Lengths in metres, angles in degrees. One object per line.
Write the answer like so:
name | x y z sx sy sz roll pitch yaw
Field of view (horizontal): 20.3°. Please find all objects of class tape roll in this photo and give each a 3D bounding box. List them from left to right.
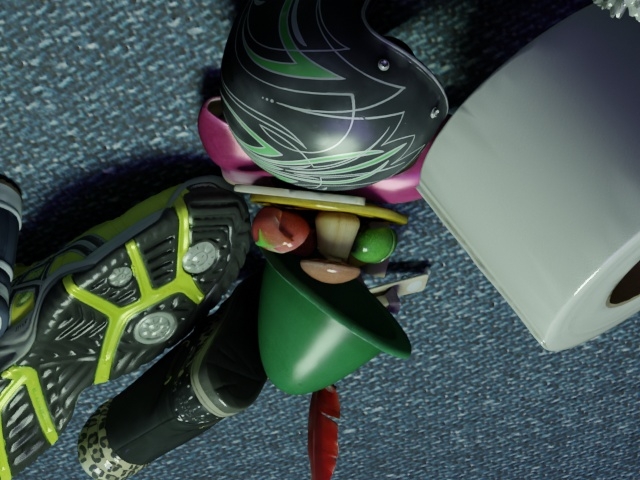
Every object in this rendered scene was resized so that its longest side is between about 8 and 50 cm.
tape roll | 0.223 -0.052 1.396 0.246 0.169 0.246 -33 161 -13

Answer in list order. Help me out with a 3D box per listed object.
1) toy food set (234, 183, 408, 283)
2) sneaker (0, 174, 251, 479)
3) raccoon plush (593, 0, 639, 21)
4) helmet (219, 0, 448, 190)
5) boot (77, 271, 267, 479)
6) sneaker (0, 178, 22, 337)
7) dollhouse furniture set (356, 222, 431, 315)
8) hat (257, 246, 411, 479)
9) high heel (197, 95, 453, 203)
toy food set | 0.000 0.000 1.530 0.128 0.071 0.218 7 178 15
sneaker | -0.230 0.056 1.604 0.384 0.147 0.145 -37 136 13
raccoon plush | 0.083 -0.256 1.215 0.446 0.216 0.299 10 171 29
helmet | 0.008 -0.117 1.353 0.169 0.161 0.169 -5 147 -3
boot | -0.118 0.124 1.652 0.178 0.236 0.085 -33 99 25
sneaker | -0.384 0.056 1.548 0.282 0.153 0.099 -20 144 19
dollhouse furniture set | 0.082 0.031 1.674 0.081 0.091 0.114 -13 146 -19
hat | -0.036 0.117 1.583 0.173 0.208 0.183 31 103 -31
high heel | 0.023 -0.090 1.472 0.244 0.082 0.117 3 158 9
